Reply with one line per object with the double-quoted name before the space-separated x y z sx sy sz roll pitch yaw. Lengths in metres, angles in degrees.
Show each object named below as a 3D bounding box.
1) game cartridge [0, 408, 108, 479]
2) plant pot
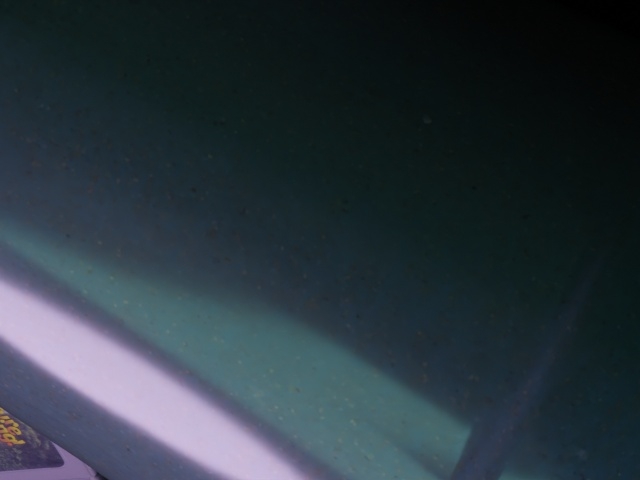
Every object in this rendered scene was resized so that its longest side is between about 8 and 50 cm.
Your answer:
"game cartridge" -0.262 0.102 1.095 0.196 0.060 0.294 -12 133 24
"plant pot" 0.000 0.000 0.702 0.334 0.341 0.341 30 139 -5
